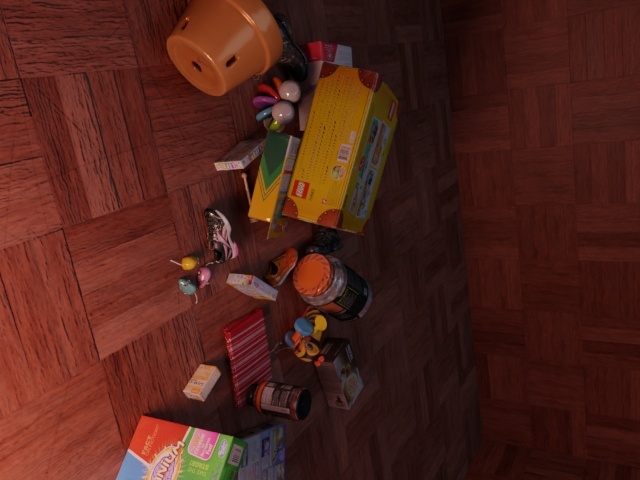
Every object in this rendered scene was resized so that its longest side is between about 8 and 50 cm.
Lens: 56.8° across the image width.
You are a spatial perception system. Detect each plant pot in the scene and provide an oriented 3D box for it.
[{"bbox_3d":[-0.276,-0.534,1.604,0.203,0.290,0.291,-52,135,-20],"label":"plant pot"}]

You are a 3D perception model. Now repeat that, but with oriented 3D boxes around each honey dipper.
[{"bbox_3d":[-0.227,-0.138,1.889,0.030,0.030,0.161,-30,114,-54],"label":"honey dipper"}]

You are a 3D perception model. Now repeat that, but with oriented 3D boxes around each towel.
[{"bbox_3d":[-0.228,0.373,1.895,0.199,0.031,0.275,-28,116,-57],"label":"towel"}]

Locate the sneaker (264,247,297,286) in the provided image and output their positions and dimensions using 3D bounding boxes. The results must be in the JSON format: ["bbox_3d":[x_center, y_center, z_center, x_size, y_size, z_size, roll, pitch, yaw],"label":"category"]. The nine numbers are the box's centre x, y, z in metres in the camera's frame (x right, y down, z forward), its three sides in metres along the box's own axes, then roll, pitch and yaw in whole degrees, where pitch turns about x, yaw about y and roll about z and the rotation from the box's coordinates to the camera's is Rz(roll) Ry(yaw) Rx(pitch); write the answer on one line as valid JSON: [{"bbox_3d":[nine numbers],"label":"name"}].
[{"bbox_3d":[-0.130,0.080,2.019,0.067,0.064,0.175,57,41,-27],"label":"sneaker"}]

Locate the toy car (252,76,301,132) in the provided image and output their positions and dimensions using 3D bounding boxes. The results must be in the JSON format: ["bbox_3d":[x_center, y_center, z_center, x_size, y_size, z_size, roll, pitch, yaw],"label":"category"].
[{"bbox_3d":[-0.151,-0.446,1.921,0.136,0.159,0.182,21,77,-17],"label":"toy car"}]

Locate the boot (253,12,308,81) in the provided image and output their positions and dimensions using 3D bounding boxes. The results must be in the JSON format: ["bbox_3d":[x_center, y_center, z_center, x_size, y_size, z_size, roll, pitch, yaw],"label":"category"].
[{"bbox_3d":[-0.159,-0.598,1.958,0.229,0.091,0.263,-55,130,-35],"label":"boot"}]

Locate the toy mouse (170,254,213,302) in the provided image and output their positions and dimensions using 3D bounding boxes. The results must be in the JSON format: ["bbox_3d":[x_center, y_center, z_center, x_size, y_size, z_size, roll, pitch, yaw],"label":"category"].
[{"bbox_3d":[-0.353,0.112,1.688,0.161,0.031,0.143,-16,104,-57],"label":"toy mouse"}]

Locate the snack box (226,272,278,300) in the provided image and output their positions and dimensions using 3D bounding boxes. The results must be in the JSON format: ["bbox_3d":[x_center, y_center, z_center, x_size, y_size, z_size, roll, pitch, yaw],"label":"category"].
[{"bbox_3d":[-0.212,0.146,1.850,0.141,0.100,0.037,42,57,-51],"label":"snack box"}]

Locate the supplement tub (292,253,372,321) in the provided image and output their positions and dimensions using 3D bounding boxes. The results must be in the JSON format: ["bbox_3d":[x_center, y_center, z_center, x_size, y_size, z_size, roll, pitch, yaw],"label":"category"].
[{"bbox_3d":[0.044,0.171,2.173,0.316,0.193,0.194,38,59,-53],"label":"supplement tub"}]

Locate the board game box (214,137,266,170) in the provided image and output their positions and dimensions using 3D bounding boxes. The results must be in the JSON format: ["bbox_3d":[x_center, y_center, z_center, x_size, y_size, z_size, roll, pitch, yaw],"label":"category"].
[{"bbox_3d":[-0.238,-0.263,1.801,0.154,0.103,0.026,-51,132,-44],"label":"board game box"}]

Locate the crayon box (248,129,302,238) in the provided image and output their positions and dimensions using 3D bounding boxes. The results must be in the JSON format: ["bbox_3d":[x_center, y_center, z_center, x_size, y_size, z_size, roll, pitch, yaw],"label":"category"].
[{"bbox_3d":[-0.137,-0.177,1.881,0.203,0.083,0.323,-20,125,-76],"label":"crayon box"}]

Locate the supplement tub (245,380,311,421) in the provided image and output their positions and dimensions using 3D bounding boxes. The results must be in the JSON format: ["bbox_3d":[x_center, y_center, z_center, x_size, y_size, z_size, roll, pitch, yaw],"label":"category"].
[{"bbox_3d":[-0.134,0.494,1.837,0.106,0.197,0.106,-6,97,-60],"label":"supplement tub"}]

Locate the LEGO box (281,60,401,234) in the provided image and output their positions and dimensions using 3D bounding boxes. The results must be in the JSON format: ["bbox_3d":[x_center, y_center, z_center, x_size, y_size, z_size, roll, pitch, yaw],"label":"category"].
[{"bbox_3d":[0.085,-0.288,1.988,0.372,0.193,0.501,9,97,-71],"label":"LEGO box"}]

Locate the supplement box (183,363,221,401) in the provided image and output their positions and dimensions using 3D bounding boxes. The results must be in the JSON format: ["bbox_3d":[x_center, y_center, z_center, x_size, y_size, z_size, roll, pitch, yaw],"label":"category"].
[{"bbox_3d":[-0.337,0.404,1.688,0.098,0.062,0.036,-60,138,-39],"label":"supplement box"}]

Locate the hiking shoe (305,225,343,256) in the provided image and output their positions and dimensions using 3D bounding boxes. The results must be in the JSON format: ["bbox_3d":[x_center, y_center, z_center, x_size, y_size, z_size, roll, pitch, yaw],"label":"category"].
[{"bbox_3d":[0.000,0.000,2.226,0.227,0.086,0.114,-17,90,-61],"label":"hiking shoe"}]

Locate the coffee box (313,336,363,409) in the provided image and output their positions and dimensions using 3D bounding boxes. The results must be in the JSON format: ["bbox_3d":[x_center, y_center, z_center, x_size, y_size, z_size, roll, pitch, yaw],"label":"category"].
[{"bbox_3d":[0.072,0.517,2.311,0.141,0.098,0.247,-48,129,-47],"label":"coffee box"}]

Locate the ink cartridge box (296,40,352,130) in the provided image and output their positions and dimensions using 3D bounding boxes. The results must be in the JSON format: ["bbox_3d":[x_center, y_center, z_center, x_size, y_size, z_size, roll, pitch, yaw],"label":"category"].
[{"bbox_3d":[0.020,-0.561,2.184,0.226,0.131,0.306,-16,106,-57],"label":"ink cartridge box"}]

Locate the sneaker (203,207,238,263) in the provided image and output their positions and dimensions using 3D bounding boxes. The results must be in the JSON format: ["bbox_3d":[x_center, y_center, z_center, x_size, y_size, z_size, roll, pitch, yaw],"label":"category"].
[{"bbox_3d":[-0.302,-0.008,1.737,0.077,0.072,0.178,-42,120,-37],"label":"sneaker"}]

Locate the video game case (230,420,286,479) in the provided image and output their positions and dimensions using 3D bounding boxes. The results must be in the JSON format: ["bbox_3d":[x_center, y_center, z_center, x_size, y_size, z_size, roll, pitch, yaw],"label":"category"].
[{"bbox_3d":[-0.207,0.743,1.903,0.244,0.061,0.270,4,88,-57],"label":"video game case"}]

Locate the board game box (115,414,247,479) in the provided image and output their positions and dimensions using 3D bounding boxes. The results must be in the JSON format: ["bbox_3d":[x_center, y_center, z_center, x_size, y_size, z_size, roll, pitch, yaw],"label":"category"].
[{"bbox_3d":[-0.352,0.572,1.429,0.064,0.316,0.242,47,51,-47],"label":"board game box"}]

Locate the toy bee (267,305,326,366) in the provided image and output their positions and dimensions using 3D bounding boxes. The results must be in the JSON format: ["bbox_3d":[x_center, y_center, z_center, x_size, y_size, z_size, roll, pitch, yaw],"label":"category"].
[{"bbox_3d":[-0.049,0.361,2.058,0.298,0.162,0.195,-48,174,-36],"label":"toy bee"}]
